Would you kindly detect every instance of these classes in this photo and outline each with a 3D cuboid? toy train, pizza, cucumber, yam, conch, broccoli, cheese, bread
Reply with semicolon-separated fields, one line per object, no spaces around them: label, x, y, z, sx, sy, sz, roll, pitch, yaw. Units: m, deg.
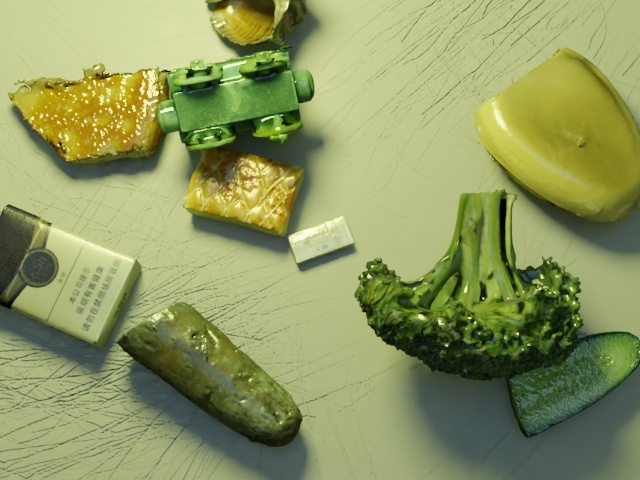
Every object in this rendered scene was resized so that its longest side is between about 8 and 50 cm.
toy train;-0.146;-0.244;1.935;0.271;0.188;0.159;-12;103;-4
pizza;-0.416;-0.227;2.007;0.296;0.071;0.189;0;79;3
cucumber;0.426;0.230;1.875;0.243;0.063;0.115;-24;76;-4
yam;-0.172;0.222;1.860;0.330;0.133;0.133;37;80;7
conch;-0.110;-0.437;2.012;0.245;0.163;0.178;-5;63;32
broccoli;0.236;0.085;1.821;0.375;0.249;0.302;4;68;-8
cheese;0.435;-0.165;1.940;0.259;0.128;0.316;-35;80;-9
bread;-0.135;-0.086;1.966;0.188;0.068;0.126;15;77;5

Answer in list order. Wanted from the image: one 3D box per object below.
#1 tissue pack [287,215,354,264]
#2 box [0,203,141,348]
tissue pack;0.000;0.000;1.964;0.108;0.023;0.056;-18;77;-3
box;-0.460;0.061;1.938;0.259;0.071;0.168;22;78;6
